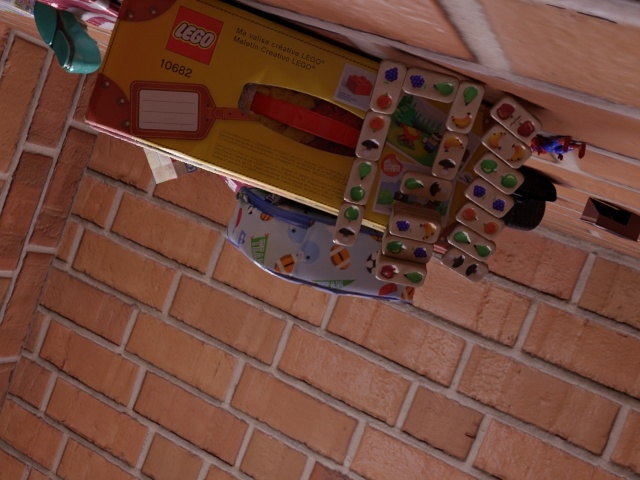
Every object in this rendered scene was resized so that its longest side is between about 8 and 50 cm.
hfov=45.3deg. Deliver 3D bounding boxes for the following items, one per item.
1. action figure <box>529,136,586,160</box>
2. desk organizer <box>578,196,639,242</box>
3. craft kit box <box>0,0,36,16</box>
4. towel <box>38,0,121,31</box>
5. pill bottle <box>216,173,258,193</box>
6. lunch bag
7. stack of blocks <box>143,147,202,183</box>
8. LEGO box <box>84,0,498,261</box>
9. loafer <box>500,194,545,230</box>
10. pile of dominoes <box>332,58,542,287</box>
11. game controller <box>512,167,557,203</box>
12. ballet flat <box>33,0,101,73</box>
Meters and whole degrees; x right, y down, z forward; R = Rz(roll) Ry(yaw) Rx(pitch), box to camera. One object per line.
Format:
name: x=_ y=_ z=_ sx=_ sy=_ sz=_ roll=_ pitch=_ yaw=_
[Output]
action figure: x=0.302 y=-0.121 z=1.002 sx=0.038 sy=0.030 sz=0.115 roll=15 pitch=-173 yaw=-11
desk organizer: x=0.587 y=-0.042 z=1.540 sx=0.130 sy=0.050 sz=0.047 roll=18 pitch=-175 yaw=-28
craft kit box: x=-0.721 y=-0.535 z=1.572 sx=0.250 sy=0.061 sz=0.247 roll=16 pitch=-177 yaw=-43
towel: x=-0.369 y=-0.399 z=1.417 sx=0.237 sy=0.037 sz=0.329 roll=22 pitch=-176 yaw=32
pill bottle: x=-0.204 y=-0.248 z=2.242 sx=0.392 sy=0.224 sz=0.224 roll=44 pitch=-173 yaw=5
lunch bag: x=0.000 y=0.000 z=1.210 sx=0.303 sy=0.115 sz=0.243 roll=17 pitch=-172 yaw=-23
stack of blocks: x=-0.410 y=-0.323 z=2.094 sx=0.087 sy=0.297 sz=0.171 roll=-11 pitch=-168 yaw=37
LEGO box: x=-0.027 y=-0.160 z=1.077 sx=0.500 sy=0.193 sz=0.372 roll=19 pitch=-176 yaw=-8
loafer: x=0.352 y=-0.106 z=1.809 sx=0.366 sy=0.133 sz=0.130 roll=19 pitch=-176 yaw=-23
pile of dominoes: x=0.130 y=-0.060 z=0.866 sx=0.196 sy=0.251 sz=0.040 roll=12 pitch=-149 yaw=-4
game controller: x=0.316 y=-0.137 z=1.552 sx=0.319 sy=0.067 sz=0.166 roll=24 pitch=-174 yaw=36
ballet flat: x=-0.487 y=-0.396 z=1.495 sx=0.087 sy=0.083 sz=0.247 roll=6 pitch=-144 yaw=-42
